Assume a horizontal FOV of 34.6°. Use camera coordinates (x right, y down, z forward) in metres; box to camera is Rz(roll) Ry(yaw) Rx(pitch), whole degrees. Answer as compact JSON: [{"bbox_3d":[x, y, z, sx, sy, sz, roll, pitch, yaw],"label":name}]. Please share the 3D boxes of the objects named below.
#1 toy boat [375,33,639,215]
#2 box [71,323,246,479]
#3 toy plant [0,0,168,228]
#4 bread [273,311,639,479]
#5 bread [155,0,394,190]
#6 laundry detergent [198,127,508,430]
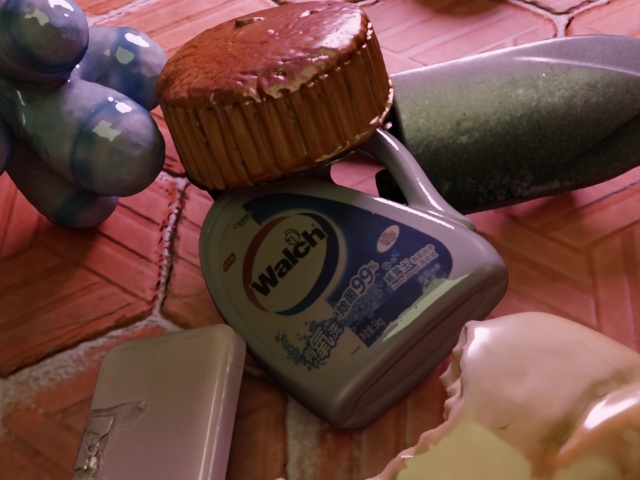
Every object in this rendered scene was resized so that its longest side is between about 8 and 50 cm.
[{"bbox_3d":[0.201,-0.110,0.932,0.319,0.092,0.141,-12,87,2],"label":"toy boat"},{"bbox_3d":[-0.136,0.199,0.773,0.142,0.044,0.285,-13,53,31],"label":"box"},{"bbox_3d":[-0.272,-0.133,0.916,0.332,0.247,0.247,31,64,27],"label":"toy plant"},{"bbox_3d":[0.114,0.244,0.555,0.245,0.329,0.424,2,53,46],"label":"bread"},{"bbox_3d":[-0.041,-0.131,0.870,0.199,0.104,0.199,-15,32,10],"label":"bread"},{"bbox_3d":[0.000,0.000,0.873,0.215,0.105,0.280,-42,59,0],"label":"laundry detergent"}]
